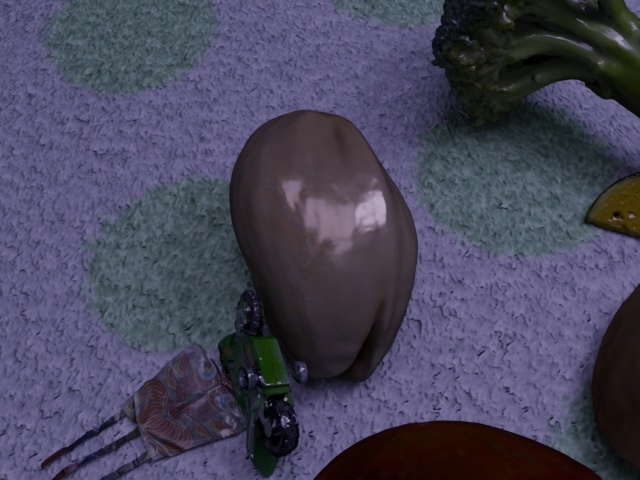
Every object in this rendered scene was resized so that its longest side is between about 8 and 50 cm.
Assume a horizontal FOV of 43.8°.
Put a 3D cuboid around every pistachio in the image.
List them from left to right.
[{"bbox_3d":[0.000,0.000,0.916,0.226,0.208,0.331,-31,68,34],"label":"pistachio"},{"bbox_3d":[0.393,0.127,0.835,0.213,0.162,0.260,-6,46,15],"label":"pistachio"}]

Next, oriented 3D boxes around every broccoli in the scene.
[{"bbox_3d":[0.319,-0.232,1.011,0.274,0.397,0.353,-51,19,9],"label":"broccoli"}]

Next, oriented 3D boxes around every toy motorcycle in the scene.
[{"bbox_3d":[-0.070,0.152,0.871,0.074,0.106,0.190,-2,57,-27],"label":"toy motorcycle"}]

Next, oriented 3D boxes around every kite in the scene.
[{"bbox_3d":[-0.195,0.214,0.886,0.229,0.016,0.127,-33,58,-18],"label":"kite"}]

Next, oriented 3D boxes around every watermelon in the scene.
[{"bbox_3d":[0.438,-0.048,0.995,0.182,0.075,0.092,19,63,13],"label":"watermelon"}]

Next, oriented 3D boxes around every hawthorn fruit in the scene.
[{"bbox_3d":[0.120,0.299,0.658,0.325,0.308,0.308,6,57,-3],"label":"hawthorn fruit"}]
